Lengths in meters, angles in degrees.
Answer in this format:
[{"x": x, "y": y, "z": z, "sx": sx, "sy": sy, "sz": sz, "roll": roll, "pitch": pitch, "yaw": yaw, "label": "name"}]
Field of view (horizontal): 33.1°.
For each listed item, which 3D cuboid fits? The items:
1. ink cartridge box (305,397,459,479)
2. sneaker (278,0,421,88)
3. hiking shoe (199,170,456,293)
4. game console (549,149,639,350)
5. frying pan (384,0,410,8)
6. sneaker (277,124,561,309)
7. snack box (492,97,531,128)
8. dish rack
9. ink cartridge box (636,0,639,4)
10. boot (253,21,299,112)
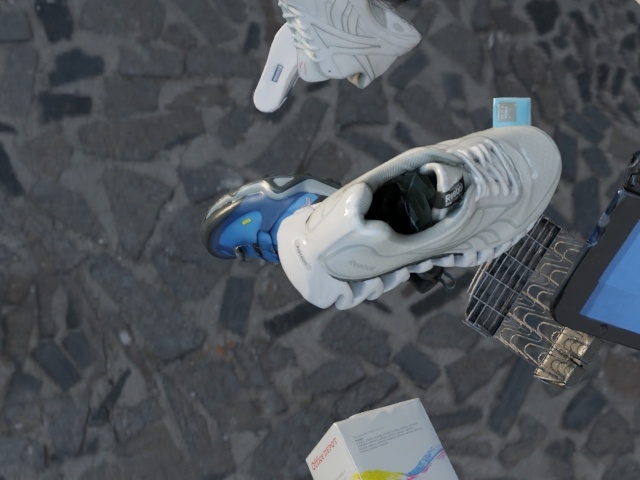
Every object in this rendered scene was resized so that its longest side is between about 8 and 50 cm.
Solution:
[{"x": 0.084, "y": 0.305, "z": 1.314, "sx": 0.127, "sy": 0.128, "sz": 0.176, "roll": -13, "pitch": 65, "yaw": -27, "label": "ink cartridge box"}, {"x": 0.003, "y": -0.218, "z": 1.098, "sx": 0.232, "sy": 0.115, "sz": 0.090, "roll": 25, "pitch": 16, "yaw": -43, "label": "sneaker"}, {"x": 0.000, "y": 0.000, "z": 1.218, "sx": 0.304, "sy": 0.113, "sz": 0.132, "roll": -5, "pitch": 55, "yaw": 17, "label": "hiking shoe"}, {"x": 0.395, "y": 0.042, "z": 0.940, "sx": 0.293, "sy": 0.250, "sz": 0.173, "roll": 17, "pitch": 89, "yaw": -13, "label": "game console"}, {"x": 0.038, "y": -0.345, "z": 1.407, "sx": 0.197, "sy": 0.053, "sz": 0.326, "roll": 17, "pitch": 13, "yaw": 2, "label": "frying pan"}, {"x": 0.107, "y": -0.035, "z": 0.880, "sx": 0.292, "sy": 0.118, "sz": 0.110, "roll": -24, "pitch": 77, "yaw": -34, "label": "sneaker"}, {"x": 0.309, "y": -0.107, "z": 1.727, "sx": 0.060, "sy": 0.322, "sz": 0.187, "roll": 0, "pitch": 86, "yaw": 11, "label": "snack box"}, {"x": 0.320, "y": 0.082, "z": 1.542, "sx": 0.271, "sy": 0.074, "sz": 0.208, "roll": 32, "pitch": 89, "yaw": -30, "label": "dish rack"}, {"x": 0.599, "y": -0.450, "z": 1.831, "sx": 0.056, "sy": 0.181, "sz": 0.225, "roll": -25, "pitch": 56, "yaw": -12, "label": "ink cartridge box"}, {"x": -0.065, "y": -0.325, "z": 1.987, "sx": 0.069, "sy": 0.086, "sz": 0.190, "roll": 30, "pitch": 99, "yaw": 2, "label": "boot"}]
